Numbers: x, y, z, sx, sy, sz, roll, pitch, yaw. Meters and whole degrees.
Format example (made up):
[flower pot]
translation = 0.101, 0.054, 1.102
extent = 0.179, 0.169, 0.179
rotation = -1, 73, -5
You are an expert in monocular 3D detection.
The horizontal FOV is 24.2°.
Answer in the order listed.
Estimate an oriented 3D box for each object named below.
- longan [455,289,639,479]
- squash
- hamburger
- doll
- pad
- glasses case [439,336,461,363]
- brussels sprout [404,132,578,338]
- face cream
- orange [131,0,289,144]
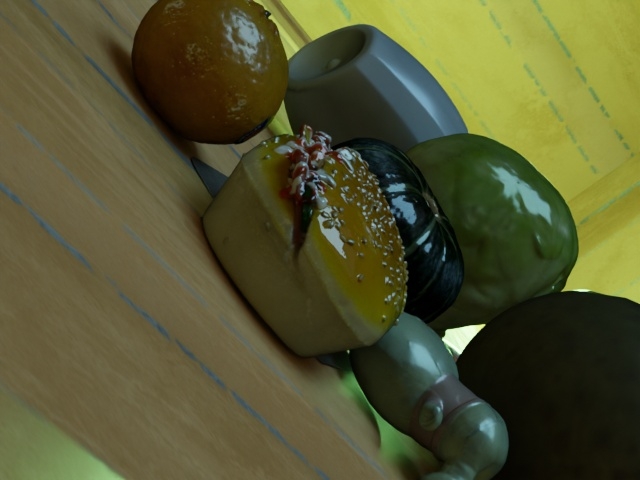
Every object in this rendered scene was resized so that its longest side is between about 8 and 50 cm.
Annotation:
[longan]
translation = 0.311, 0.230, 1.707
extent = 0.361, 0.361, 0.361
rotation = 53, 8, -11
[squash]
translation = 0.072, -0.007, 1.868
extent = 0.252, 0.165, 0.252
rotation = 56, 12, -18
[hamburger]
translation = 0.000, 0.000, 1.484
extent = 0.227, 0.151, 0.295
rotation = 56, 8, -3
[doll]
translation = 0.111, 0.161, 1.579
extent = 0.155, 0.113, 0.275
rotation = 37, 21, -56
[pad]
translation = -0.048, 0.028, 1.603
extent = 0.266, 0.002, 0.176
rotation = 57, 9, 17
[glasses case]
translation = 0.224, 0.242, 2.059
extent = 0.267, 0.067, 0.103
rotation = 51, 10, -21
[brussels sprout]
translation = 0.198, -0.011, 2.091
extent = 0.242, 0.316, 0.274
rotation = 177, -99, -87
[face cream]
translation = 0.102, -0.147, 2.320
extent = 0.357, 0.219, 0.312
rotation = 55, -19, -25
[orange]
translation = -0.115, -0.185, 1.583
extent = 0.177, 0.155, 0.178
rotation = 44, 24, -25
